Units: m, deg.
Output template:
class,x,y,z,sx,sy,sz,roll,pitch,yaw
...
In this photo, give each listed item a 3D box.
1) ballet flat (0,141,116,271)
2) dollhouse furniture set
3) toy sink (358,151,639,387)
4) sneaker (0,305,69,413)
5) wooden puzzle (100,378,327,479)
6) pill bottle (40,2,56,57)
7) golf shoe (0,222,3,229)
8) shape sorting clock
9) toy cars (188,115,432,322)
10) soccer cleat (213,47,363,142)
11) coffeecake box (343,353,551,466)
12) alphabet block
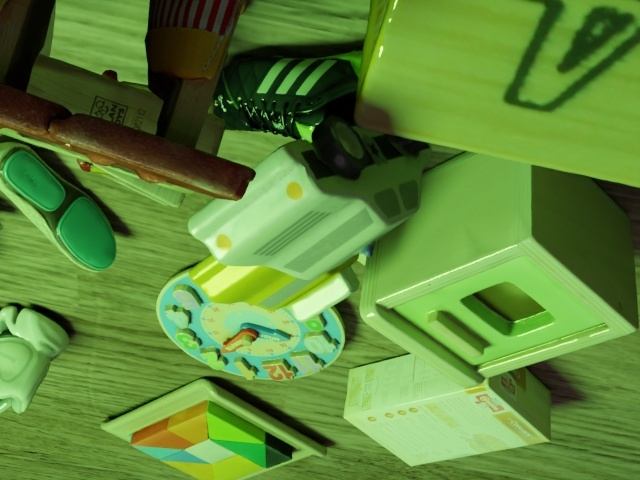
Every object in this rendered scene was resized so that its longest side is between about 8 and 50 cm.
class,x,y,z,sx,sy,sz,roll,pitch,yaw
ballet flat,-0.251,-0.035,0.886,0.052,0.057,0.168,17,151,40
dollhouse furniture set,-0.108,-0.135,0.515,0.152,0.201,0.374,18,178,-14
toy sink,0.127,0.031,0.813,0.234,0.131,0.153,-24,132,38
sneaker,-0.434,0.162,1.126,0.292,0.118,0.110,-15,139,31
wooden puzzle,-0.146,0.272,1.273,0.239,0.044,0.221,-24,133,37
pill bottle,-0.353,-0.165,0.614,0.319,0.176,0.176,5,144,6
golf shoe,-0.421,0.036,0.968,0.120,0.105,0.273,20,144,-26
shape sorting clock,-0.076,0.093,1.018,0.206,0.040,0.206,6,144,4
toy cars,0.000,0.000,0.670,0.177,0.087,0.393,-32,176,-11
soccer cleat,-0.019,-0.103,0.712,0.179,0.072,0.060,-6,141,19
coffeecake box,0.144,0.185,1.071,0.186,0.068,0.142,-19,135,33
alphabet block,0.139,-0.164,0.499,0.197,0.192,0.193,12,142,-3
